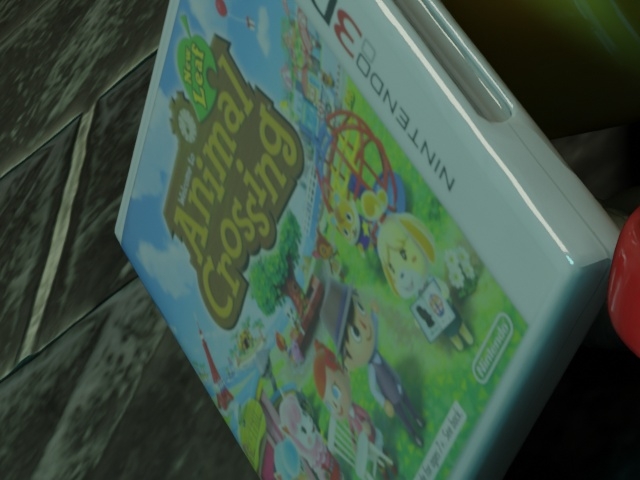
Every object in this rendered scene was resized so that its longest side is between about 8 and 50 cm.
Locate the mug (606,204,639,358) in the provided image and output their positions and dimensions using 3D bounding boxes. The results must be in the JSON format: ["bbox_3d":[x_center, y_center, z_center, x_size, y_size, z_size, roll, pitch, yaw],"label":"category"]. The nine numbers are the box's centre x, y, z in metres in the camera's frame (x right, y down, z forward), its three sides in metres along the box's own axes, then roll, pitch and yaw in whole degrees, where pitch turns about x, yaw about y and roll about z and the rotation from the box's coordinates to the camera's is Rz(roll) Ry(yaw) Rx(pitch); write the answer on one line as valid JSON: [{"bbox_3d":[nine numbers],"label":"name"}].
[{"bbox_3d":[0.146,0.006,0.452,0.113,0.150,0.169,-50,20,10],"label":"mug"}]

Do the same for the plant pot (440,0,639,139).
[{"bbox_3d":[0.144,-0.175,0.611,0.239,0.254,0.254,-10,44,33],"label":"plant pot"}]

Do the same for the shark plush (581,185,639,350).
[{"bbox_3d":[0.059,0.021,0.679,0.161,0.073,0.067,-18,69,41],"label":"shark plush"}]

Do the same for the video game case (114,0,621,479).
[{"bbox_3d":[0.000,0.000,0.592,0.193,0.023,0.212,56,148,28],"label":"video game case"}]
